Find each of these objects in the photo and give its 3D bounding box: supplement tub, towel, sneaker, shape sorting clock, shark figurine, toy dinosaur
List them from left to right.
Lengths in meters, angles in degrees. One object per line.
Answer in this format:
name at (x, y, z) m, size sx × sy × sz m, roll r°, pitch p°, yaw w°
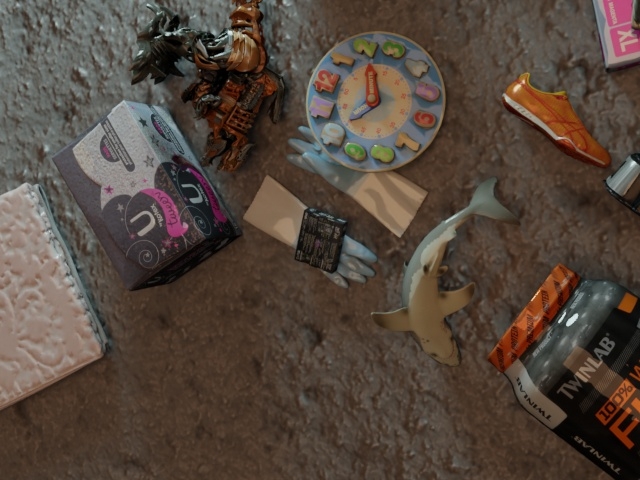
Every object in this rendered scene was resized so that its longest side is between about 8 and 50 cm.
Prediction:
towel at (-0.549, 0.108, 1.514) m, size 0.316 × 0.053 × 0.332 m, roll -26°, pitch 86°, yaw 18°
toy dinosaur at (-0.154, -0.273, 1.329) m, size 0.218 × 0.164 × 0.322 m, roll 10°, pitch 79°, yaw 3°
shape sorting clock at (0.078, -0.202, 1.276) m, size 0.206 × 0.040 × 0.206 m, roll -1°, pitch 87°, yaw 16°
shark figurine at (0.157, 0.034, 1.251) m, size 0.166 × 0.116 × 0.278 m, roll 11°, pitch 108°, yaw -16°
sneaker at (0.329, -0.164, 1.193) m, size 0.175 × 0.064 × 0.067 m, roll 41°, pitch 95°, yaw 9°
supplement tub at (0.396, 0.192, 1.120) m, size 0.338 × 0.207 × 0.207 m, roll 37°, pitch 104°, yaw 13°

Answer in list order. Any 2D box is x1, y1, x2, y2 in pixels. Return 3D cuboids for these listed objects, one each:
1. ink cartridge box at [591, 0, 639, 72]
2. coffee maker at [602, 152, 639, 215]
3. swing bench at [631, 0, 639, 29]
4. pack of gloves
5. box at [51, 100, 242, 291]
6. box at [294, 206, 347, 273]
ink cartridge box at (0.506, -0.347, 1.122) m, size 0.311 × 0.065 × 0.186 m, roll -12°, pitch 90°, yaw 17°
coffee maker at (0.475, -0.095, 1.103) m, size 0.171 × 0.120 × 0.178 m, roll 46°, pitch 120°, yaw 37°
swing bench at (0.486, -0.302, 0.966) m, size 0.254 × 0.253 × 0.165 m, roll 19°, pitch 101°, yaw 15°
pack of gloves at (0.012, -0.052, 1.317) m, size 0.232 × 0.046 × 0.195 m, roll 34°, pitch 103°, yaw 14°
box at (-0.266, -0.070, 1.358) m, size 0.163 × 0.142 × 0.247 m, roll -33°, pitch 84°, yaw 18°
box at (0.000, 0.000, 1.312) m, size 0.067 × 0.018 × 0.083 m, roll 20°, pitch 113°, yaw 20°
